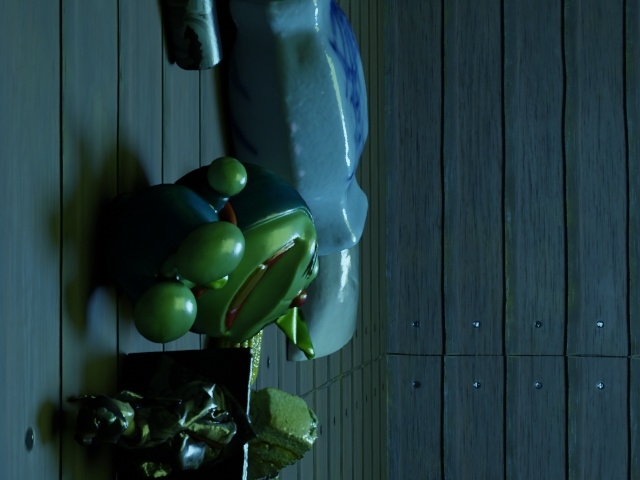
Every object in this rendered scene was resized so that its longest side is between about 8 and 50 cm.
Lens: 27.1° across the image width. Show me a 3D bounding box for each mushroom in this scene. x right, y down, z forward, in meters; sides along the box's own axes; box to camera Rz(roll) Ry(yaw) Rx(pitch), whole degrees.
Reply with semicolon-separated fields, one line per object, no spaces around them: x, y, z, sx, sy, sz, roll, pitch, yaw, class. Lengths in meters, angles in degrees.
0.000;-0.001;2.291;0.177;0.126;0.397;-48;141;-63;mushroom

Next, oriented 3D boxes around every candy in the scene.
-0.077;0.051;1.935;0.149;0.069;0.246;-114;-174;-62;candy

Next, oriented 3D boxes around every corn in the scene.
-0.107;0.126;1.817;0.165;0.063;0.085;-82;158;-48;corn

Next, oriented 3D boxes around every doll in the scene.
-0.115;0.006;1.436;0.198;0.186;0.322;-50;160;8;doll

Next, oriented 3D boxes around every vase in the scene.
-0.156;-0.307;1.566;0.060;0.059;0.211;-75;163;-58;vase

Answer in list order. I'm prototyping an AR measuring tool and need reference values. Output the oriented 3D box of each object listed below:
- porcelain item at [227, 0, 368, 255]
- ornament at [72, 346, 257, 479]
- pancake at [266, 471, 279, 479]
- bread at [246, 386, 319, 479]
-0.032;-0.190;1.944;0.243;0.178;0.405;-73;156;-57;porcelain item
-0.171;0.163;1.288;0.196;0.166;0.153;31;56;-61;ornament
-0.087;0.420;2.051;0.190;0.020;0.184;-80;164;-49;pancake
-0.094;0.261;1.824;0.110;0.156;0.103;40;32;-33;bread
